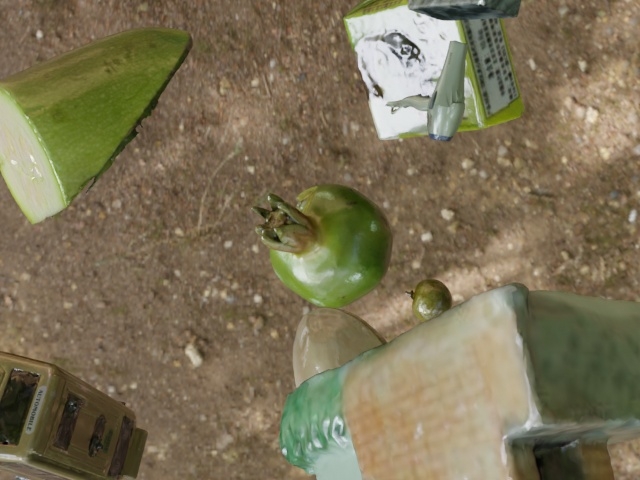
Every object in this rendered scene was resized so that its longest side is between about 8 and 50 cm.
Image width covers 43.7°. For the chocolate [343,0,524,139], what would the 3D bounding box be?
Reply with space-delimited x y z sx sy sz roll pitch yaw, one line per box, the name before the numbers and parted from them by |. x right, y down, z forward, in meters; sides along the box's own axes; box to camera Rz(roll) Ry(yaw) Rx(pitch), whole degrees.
chocolate | 0.210 -0.346 1.545 0.289 0.137 0.300 -2 117 41

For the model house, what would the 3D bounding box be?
model house | 0.122 0.226 0.500 0.194 0.324 0.267 10 152 -31

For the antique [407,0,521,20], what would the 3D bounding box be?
antique | 0.223 -0.400 1.257 0.086 0.183 0.088 6 98 -37

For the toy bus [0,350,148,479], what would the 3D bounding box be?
toy bus | -0.345 0.242 1.025 0.157 0.139 0.289 6 155 13

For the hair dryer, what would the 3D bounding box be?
hair dryer | 0.192 -0.276 1.391 0.067 0.199 0.167 7 113 -32

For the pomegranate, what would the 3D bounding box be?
pomegranate | 0.000 0.000 1.445 0.236 0.236 0.302 -32 155 19

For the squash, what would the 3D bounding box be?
squash | -0.302 -0.185 1.165 0.234 0.309 0.210 -15 101 56

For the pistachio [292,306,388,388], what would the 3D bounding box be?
pistachio | 0.039 0.196 1.072 0.152 0.223 0.126 -32 168 12

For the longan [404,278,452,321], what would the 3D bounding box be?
longan | 0.183 0.101 1.361 0.083 0.075 0.075 11 134 17
